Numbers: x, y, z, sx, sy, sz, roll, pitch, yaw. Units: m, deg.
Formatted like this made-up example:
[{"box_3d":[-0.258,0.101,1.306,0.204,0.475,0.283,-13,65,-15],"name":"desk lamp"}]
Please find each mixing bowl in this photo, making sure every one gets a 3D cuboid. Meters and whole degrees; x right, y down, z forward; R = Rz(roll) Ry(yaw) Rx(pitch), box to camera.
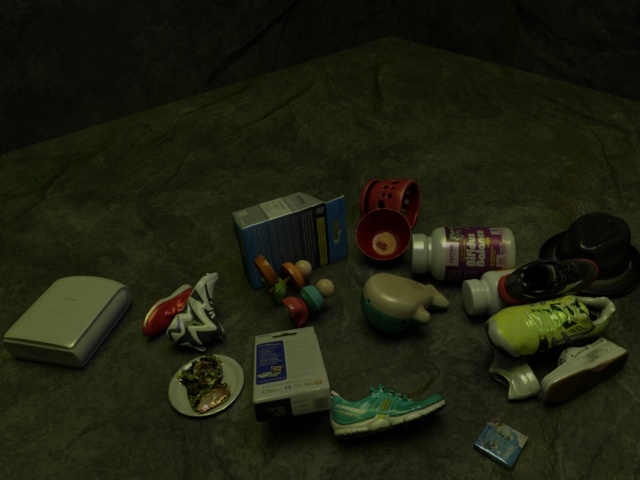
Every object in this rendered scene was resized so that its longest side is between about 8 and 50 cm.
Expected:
[{"box_3d":[0.214,-0.006,1.735,0.181,0.098,0.182,-4,70,10],"name":"mixing bowl"}]

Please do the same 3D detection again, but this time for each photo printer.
[{"box_3d":[-0.743,0.226,1.560,0.255,0.107,0.308,6,38,14],"name":"photo printer"}]

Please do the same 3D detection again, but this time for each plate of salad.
[{"box_3d":[-0.302,0.370,1.360,0.199,0.048,0.200,-4,37,3],"name":"plate of salad"}]

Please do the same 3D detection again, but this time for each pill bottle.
[{"box_3d":[0.540,0.149,1.479,0.245,0.137,0.136,-7,36,-2],"name":"pill bottle"},{"box_3d":[0.434,0.042,1.609,0.301,0.169,0.169,0,37,7],"name":"pill bottle"}]

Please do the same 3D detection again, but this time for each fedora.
[{"box_3d":[0.849,0.017,1.605,0.333,0.153,0.334,-4,36,3],"name":"fedora"}]

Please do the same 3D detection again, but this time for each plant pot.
[{"box_3d":[0.246,-0.131,1.856,0.174,0.191,0.191,12,39,32],"name":"plant pot"}]

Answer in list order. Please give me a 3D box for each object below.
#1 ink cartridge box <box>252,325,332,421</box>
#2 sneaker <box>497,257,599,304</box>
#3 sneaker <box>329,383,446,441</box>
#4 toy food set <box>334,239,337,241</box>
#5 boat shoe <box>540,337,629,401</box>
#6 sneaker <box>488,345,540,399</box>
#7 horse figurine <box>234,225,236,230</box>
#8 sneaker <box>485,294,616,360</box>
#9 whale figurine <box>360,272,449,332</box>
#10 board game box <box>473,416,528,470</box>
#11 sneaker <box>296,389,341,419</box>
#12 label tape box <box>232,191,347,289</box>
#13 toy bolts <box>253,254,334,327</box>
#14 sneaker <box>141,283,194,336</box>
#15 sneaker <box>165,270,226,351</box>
[{"box_3d":[-0.081,0.324,1.322,0.175,0.069,0.371,-9,15,-5],"name":"ink cartridge box"},{"box_3d":[0.612,0.097,1.353,0.275,0.135,0.098,-11,70,-5],"name":"sneaker"},{"box_3d":[0.156,0.388,1.207,0.275,0.107,0.110,-8,60,-5],"name":"sneaker"},{"box_3d":[0.000,0.000,1.848,0.077,0.019,0.122,-30,35,-30],"name":"toy food set"},{"box_3d":[0.635,0.313,1.286,0.276,0.098,0.096,-13,36,-25],"name":"boat shoe"},{"box_3d":[0.469,0.312,1.328,0.094,0.080,0.212,-19,38,1],"name":"sneaker"},{"box_3d":[-0.209,-0.041,1.891,0.263,0.066,0.174,7,32,12],"name":"horse figurine"},{"box_3d":[0.578,0.197,1.309,0.384,0.147,0.145,-6,54,-29],"name":"sneaker"},{"box_3d":[0.239,0.187,1.499,0.271,0.141,0.216,2,29,-34],"name":"whale figurine"},{"box_3d":[0.409,0.459,1.175,0.090,0.020,0.090,25,46,32],"name":"board game box"},{"box_3d":[-0.030,0.404,1.271,0.170,0.063,0.075,1,36,17],"name":"sneaker"},{"box_3d":[-0.090,-0.014,1.682,0.347,0.249,0.115,-20,39,-19],"name":"label tape box"},{"box_3d":[-0.070,0.117,1.546,0.158,0.218,0.228,-35,51,-15],"name":"toy bolts"},{"box_3d":[-0.420,0.217,1.552,0.128,0.087,0.221,13,42,26],"name":"sneaker"},{"box_3d":[-0.323,0.215,1.503,0.153,0.094,0.235,32,57,-6],"name":"sneaker"}]
